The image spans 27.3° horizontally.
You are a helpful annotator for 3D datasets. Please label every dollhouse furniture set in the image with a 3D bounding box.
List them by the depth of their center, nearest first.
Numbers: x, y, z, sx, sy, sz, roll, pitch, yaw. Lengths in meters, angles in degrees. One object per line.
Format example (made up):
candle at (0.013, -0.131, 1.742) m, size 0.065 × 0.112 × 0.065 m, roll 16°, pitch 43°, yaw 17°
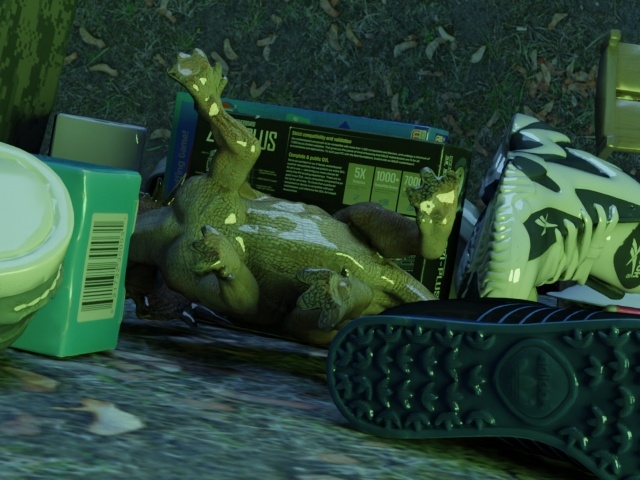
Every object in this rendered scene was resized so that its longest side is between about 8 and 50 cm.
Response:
dollhouse furniture set at (0.337, -0.103, 1.470) m, size 0.303 × 0.355 × 0.174 m, roll 9°, pitch -18°, yaw -3°

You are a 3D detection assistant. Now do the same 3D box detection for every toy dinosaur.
toy dinosaur at (-0.026, 0.017, 0.792) m, size 0.295 × 0.127 × 0.200 m, roll 22°, pitch -24°, yaw 3°

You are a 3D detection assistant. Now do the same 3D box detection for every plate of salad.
plate of salad at (0.321, 0.074, 1.297) m, size 0.200 × 0.048 × 0.200 m, roll 8°, pitch 2°, yaw 0°

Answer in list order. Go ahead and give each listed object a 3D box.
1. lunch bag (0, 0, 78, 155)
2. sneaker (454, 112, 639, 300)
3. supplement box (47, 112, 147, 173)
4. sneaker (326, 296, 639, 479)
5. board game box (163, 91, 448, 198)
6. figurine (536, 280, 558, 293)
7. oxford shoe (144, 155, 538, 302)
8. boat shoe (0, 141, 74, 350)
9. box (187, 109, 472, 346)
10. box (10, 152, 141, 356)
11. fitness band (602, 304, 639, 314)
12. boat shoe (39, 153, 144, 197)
lunch bag at (-0.364, -0.144, 1.054) m, size 0.256 × 0.305 × 0.212 m, roll 13°, pitch 1°, yaw 13°
sneaker at (0.187, 0.001, 0.943) m, size 0.153 × 0.094 × 0.235 m, roll 22°, pitch 25°, yaw 1°
supplement box at (-0.198, -0.039, 1.109) m, size 0.073 × 0.130 × 0.239 m, roll 9°, pitch 4°, yaw -13°
sneaker at (0.121, 0.063, 0.587) m, size 0.232 × 0.081 × 0.090 m, roll 9°, pitch 10°, yaw 31°
board game box at (-0.021, -0.019, 0.987) m, size 0.210 × 0.160 × 0.047 m, roll 10°, pitch 3°, yaw 24°
figurine at (0.314, -0.037, 1.838) m, size 0.092 × 0.209 × 0.215 m, roll 10°, pitch 3°, yaw 16°
oxford shoe at (0.000, 0.000, 1.160) m, size 0.130 × 0.169 × 0.449 m, roll -42°, pitch 41°, yaw -24°
boat shoe at (-0.273, 0.012, 0.572) m, size 0.319 × 0.116 × 0.099 m, roll 1°, pitch -37°, yaw -21°
box at (-0.001, -0.006, 0.907) m, size 0.180 × 0.147 × 0.077 m, roll 9°, pitch 3°, yaw 21°
box at (-0.225, -0.009, 0.731) m, size 0.244 × 0.100 × 0.060 m, roll 10°, pitch 4°, yaw 21°
fitness band at (0.271, 0.087, 0.873) m, size 0.291 × 0.054 × 0.209 m, roll 8°, pitch 3°, yaw 7°
boat shoe at (-0.204, -0.036, 1.418) m, size 0.285 × 0.089 × 0.104 m, roll 9°, pitch 2°, yaw -9°
